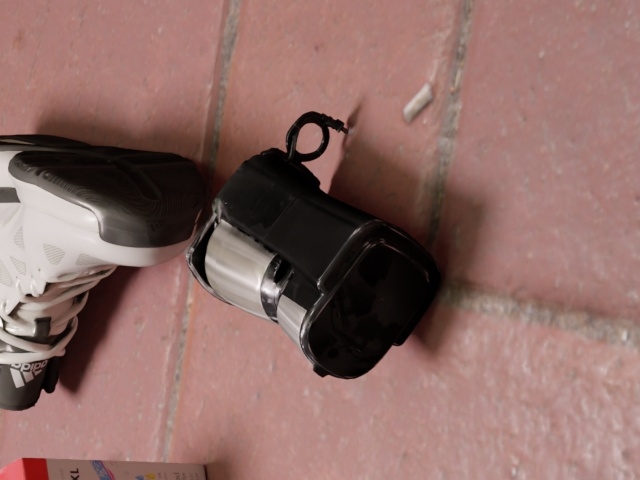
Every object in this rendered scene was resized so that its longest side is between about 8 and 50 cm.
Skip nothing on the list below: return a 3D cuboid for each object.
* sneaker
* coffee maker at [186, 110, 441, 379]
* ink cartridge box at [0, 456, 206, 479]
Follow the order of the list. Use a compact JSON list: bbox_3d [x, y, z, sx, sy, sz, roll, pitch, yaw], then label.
[{"bbox_3d":[-0.233,0.042,1.781,0.447,0.169,0.257,15,105,61],"label":"sneaker"},{"bbox_3d":[0.000,0.000,1.480,0.178,0.120,0.171,29,107,50],"label":"coffee maker"},{"bbox_3d":[-0.204,0.259,1.613,0.078,0.231,0.134,-34,59,45],"label":"ink cartridge box"}]
